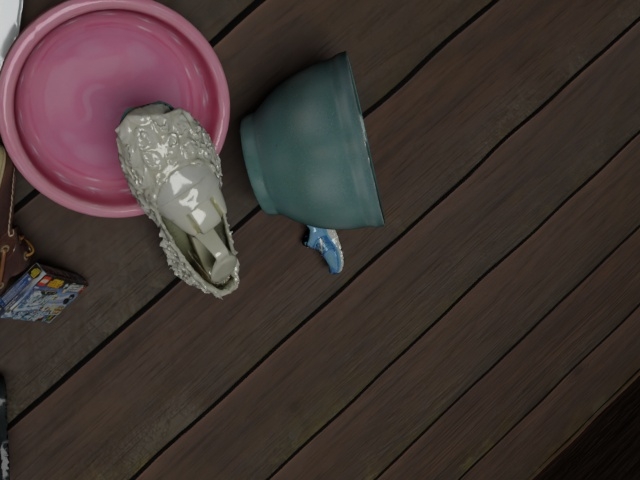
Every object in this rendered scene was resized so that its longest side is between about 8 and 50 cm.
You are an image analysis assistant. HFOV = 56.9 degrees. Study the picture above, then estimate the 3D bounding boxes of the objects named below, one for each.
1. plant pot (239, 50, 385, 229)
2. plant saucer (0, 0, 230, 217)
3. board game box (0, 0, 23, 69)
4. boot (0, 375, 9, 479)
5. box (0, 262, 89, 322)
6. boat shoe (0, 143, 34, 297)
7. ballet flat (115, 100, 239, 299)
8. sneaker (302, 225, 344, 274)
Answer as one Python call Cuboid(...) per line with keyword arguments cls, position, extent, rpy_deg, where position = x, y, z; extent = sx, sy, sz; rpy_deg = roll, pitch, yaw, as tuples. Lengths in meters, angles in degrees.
Cuboid(cls="plant pot", position=(-0.017, -0.146, 0.991), extent=(0.196, 0.293, 0.293), rpy_deg=(-12, 121, 8))
Cuboid(cls="plant saucer", position=(-0.304, -0.199, 0.891), extent=(0.332, 0.084, 0.332), rpy_deg=(-16, 124, -25))
Cuboid(cls="board game box", position=(-0.563, -0.389, 0.699), extent=(0.390, 0.050, 0.389), rpy_deg=(7, 109, -31))
Cuboid(cls="boot", position=(-0.632, 0.348, 0.974), extent=(0.207, 0.094, 0.246), rpy_deg=(-4, 107, -31))
Cuboid(cls="box", position=(-0.444, 0.087, 0.945), extent=(0.094, 0.027, 0.137), rpy_deg=(-45, 168, -5))
Cuboid(cls="boat shoe", position=(-0.507, 0.014, 0.893), extent=(0.123, 0.123, 0.341), rpy_deg=(0, 110, -60))
Cuboid(cls="ballet flat", position=(-0.189, -0.037, 0.919), extent=(0.147, 0.147, 0.409), rpy_deg=(-28, 150, -14))
Cuboid(cls="sneaker", position=(0.000, 0.000, 1.187), extent=(0.073, 0.063, 0.162), rpy_deg=(-19, 117, 1))
